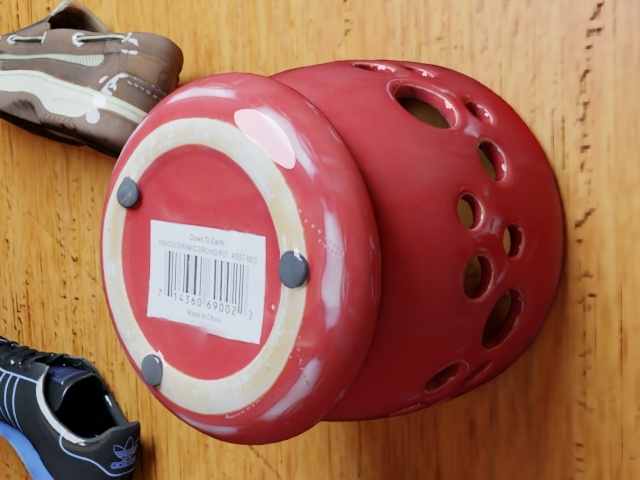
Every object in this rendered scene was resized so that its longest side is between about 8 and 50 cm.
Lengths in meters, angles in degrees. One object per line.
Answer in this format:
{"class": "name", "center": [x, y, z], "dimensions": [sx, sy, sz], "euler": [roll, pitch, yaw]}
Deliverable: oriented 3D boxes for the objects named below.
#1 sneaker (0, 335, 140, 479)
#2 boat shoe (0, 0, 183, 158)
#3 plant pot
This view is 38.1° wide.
{"class": "sneaker", "center": [-0.226, 0.118, 0.739], "dimensions": [0.232, 0.081, 0.090], "euler": [35, 114, 25]}
{"class": "boat shoe", "center": [-0.186, -0.124, 0.680], "dimensions": [0.257, 0.095, 0.095], "euler": [19, 84, 39]}
{"class": "plant pot", "center": [0.000, 0.000, 0.468], "dimensions": [0.191, 0.174, 0.191], "euler": [3, 95, 40]}
